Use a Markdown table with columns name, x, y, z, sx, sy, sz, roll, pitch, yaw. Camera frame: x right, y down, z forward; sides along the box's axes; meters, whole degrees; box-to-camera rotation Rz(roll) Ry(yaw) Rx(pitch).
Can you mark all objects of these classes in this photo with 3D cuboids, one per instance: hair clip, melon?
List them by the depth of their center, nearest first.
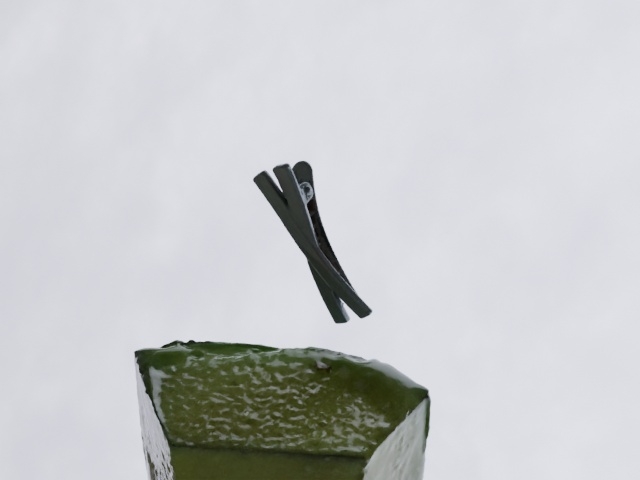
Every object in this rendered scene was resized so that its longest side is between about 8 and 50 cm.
| name | x | y | z | sx | sy | sz | roll | pitch | yaw |
| --- | --- | --- | --- | --- | --- | --- | --- | --- | --- |
| hair clip | 0.001 | 0.000 | 0.514 | 0.030 | 0.039 | 0.115 | -16 | -76 | 43 |
| melon | -0.037 | 0.235 | 0.527 | 0.196 | 0.124 | 0.324 | 5 | -76 | 9 |
